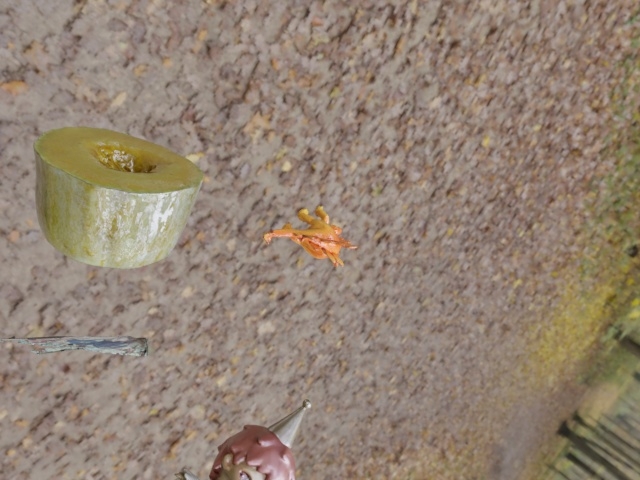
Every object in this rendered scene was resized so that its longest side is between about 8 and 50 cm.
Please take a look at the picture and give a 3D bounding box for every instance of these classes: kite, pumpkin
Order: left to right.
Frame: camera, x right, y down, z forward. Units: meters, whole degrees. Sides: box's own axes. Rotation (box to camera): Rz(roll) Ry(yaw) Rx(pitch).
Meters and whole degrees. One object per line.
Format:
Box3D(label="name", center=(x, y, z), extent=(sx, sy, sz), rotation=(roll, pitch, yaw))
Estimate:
Box3D(label="kite", center=(-0.492, 0.218, 1.420), extent=(0.406, 0.368, 0.014), rotation=(22, 62, -54))
Box3D(label="pumpkin", center=(-0.420, -0.083, 1.371), extent=(0.332, 0.332, 0.199), rotation=(-7, 123, -54))

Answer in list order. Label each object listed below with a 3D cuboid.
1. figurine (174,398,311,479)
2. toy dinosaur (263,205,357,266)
Box3D(label="figurine", center=(-0.144, 0.449, 1.237), extent=(0.387, 0.166, 0.207), rotation=(-37, 115, -18))
Box3D(label="toy dinosaur", center=(0.000, 0.000, 1.138), extent=(0.070, 0.117, 0.288), rotation=(-59, 166, 13))
